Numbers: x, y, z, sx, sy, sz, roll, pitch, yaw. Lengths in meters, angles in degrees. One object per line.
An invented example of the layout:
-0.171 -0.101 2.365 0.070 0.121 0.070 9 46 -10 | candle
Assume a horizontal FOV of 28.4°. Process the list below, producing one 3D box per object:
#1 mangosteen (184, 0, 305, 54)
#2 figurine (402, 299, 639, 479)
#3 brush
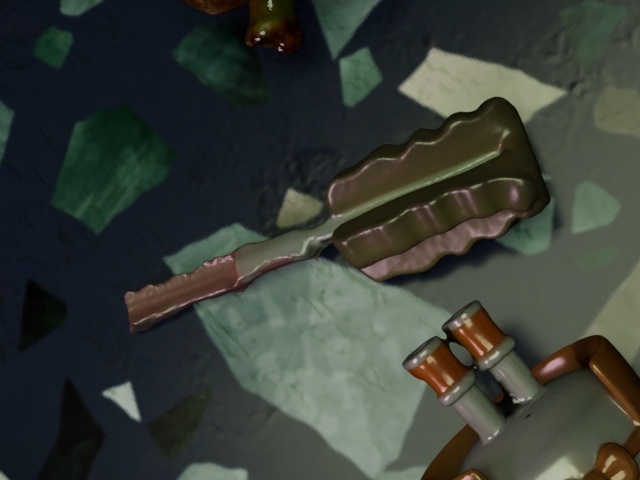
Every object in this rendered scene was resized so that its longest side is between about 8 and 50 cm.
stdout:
-0.050 -0.239 0.802 0.211 0.211 0.250 -9 110 15 | mangosteen
0.155 0.151 0.705 0.143 0.143 0.271 -44 73 6 | figurine
0.000 0.000 0.820 0.301 0.071 0.084 -23 60 21 | brush
